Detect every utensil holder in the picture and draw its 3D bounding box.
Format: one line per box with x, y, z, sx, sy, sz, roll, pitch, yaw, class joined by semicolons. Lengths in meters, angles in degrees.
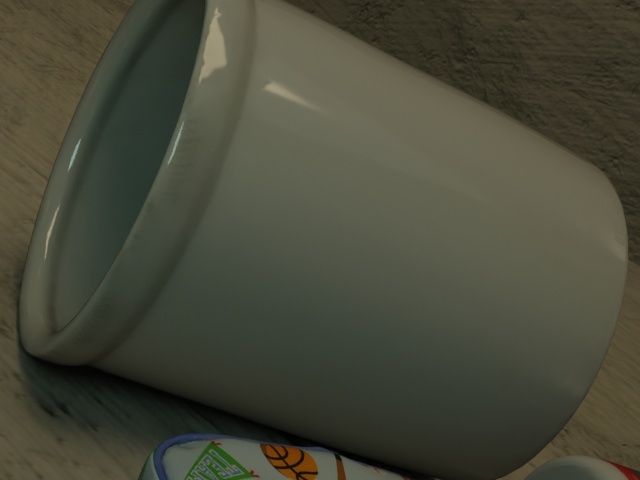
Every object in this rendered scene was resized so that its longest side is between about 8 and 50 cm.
0.000;0.000;1.065;0.385;0.327;0.327;24;16;-24;utensil holder

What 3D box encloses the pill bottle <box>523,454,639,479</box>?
0.274;0.263;0.956;0.283;0.161;0.161;20;17;-26;pill bottle

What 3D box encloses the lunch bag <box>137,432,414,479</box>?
0.025;0.229;0.754;0.303;0.115;0.243;15;22;-38;lunch bag
